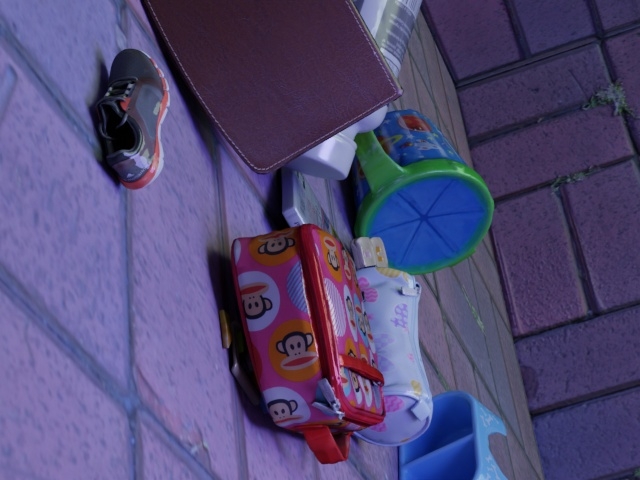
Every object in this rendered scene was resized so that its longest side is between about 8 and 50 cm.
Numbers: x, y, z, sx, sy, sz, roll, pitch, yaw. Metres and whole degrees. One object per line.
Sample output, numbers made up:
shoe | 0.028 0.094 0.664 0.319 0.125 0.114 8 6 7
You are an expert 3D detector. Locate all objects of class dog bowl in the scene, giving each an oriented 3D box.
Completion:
dog bowl | 0.193 0.337 2.084 0.074 0.166 0.297 53 20 -26

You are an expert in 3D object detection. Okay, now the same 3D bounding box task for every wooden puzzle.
wooden puzzle | -0.080 0.132 1.514 0.116 0.014 0.078 59 18 -46

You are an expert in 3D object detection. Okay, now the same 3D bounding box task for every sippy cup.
sippy cup | 0.151 -0.097 2.373 0.224 0.240 0.305 -108 -166 -46

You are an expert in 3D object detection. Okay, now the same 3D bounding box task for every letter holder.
letter holder | -0.076 -0.256 1.654 0.302 0.214 0.152 59 -1 -15

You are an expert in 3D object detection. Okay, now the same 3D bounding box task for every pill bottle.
pill bottle | 0.022 -0.250 1.855 0.176 0.176 0.318 38 68 -68

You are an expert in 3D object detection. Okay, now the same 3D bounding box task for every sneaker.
sneaker | -0.183 -0.128 1.329 0.065 0.061 0.158 43 30 -53

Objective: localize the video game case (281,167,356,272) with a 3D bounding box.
video game case | 0.000 0.000 1.901 0.193 0.023 0.212 60 9 -20

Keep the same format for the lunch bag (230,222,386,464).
lunch bag | -0.007 0.127 1.598 0.293 0.120 0.258 40 38 -75

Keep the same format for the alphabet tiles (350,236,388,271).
alphabet tiles | 0.104 0.134 2.219 0.278 0.021 0.284 -2 79 -73

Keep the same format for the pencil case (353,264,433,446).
pencil case | 0.090 0.158 1.949 0.273 0.124 0.113 -91 167 -50
